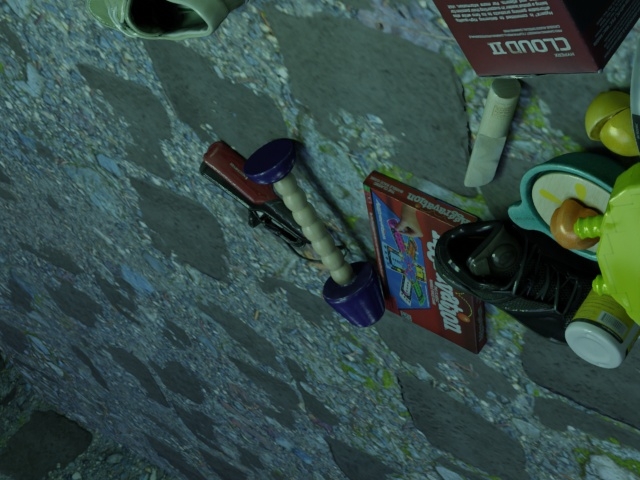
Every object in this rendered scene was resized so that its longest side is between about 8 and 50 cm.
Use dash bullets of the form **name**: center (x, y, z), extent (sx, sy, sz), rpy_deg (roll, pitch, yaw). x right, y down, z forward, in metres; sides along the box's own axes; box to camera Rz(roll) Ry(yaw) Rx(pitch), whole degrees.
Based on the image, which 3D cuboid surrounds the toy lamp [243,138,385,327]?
- **toy lamp**: center (0.000, 0.000, 1.607), extent (0.080, 0.080, 0.274), rpy_deg (6, 139, 50)

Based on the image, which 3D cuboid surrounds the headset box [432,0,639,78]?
- **headset box**: center (0.141, -0.260, 0.802), extent (0.110, 0.218, 0.293), rpy_deg (7, 141, 49)

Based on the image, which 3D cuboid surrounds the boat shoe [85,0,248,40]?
- **boat shoe**: center (-0.186, -0.268, 1.386), extent (0.302, 0.094, 0.109), rpy_deg (2, 138, 52)

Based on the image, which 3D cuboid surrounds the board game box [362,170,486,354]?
- **board game box**: center (0.133, 0.034, 1.567), extent (0.145, 0.027, 0.281), rpy_deg (25, 153, 25)

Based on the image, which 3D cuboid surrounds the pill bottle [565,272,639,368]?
- **pill bottle**: center (0.301, 0.067, 1.281), extent (0.065, 0.116, 0.065), rpy_deg (31, 155, 16)

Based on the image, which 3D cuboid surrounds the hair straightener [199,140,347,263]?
- **hair straightener**: center (-0.064, -0.041, 1.697), extent (0.230, 0.047, 0.089), rpy_deg (34, 156, -3)

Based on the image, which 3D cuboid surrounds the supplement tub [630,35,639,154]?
- **supplement tub**: center (0.377, -0.093, 0.801), extent (0.316, 0.193, 0.193), rpy_deg (9, 143, 46)

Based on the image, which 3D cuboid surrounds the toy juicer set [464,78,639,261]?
- **toy juicer set**: center (0.244, -0.053, 1.183), extent (0.329, 0.089, 0.209), rpy_deg (22, 152, 32)

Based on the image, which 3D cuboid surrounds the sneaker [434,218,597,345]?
- **sneaker**: center (0.224, 0.046, 1.338), extent (0.228, 0.087, 0.130), rpy_deg (27, 175, 11)

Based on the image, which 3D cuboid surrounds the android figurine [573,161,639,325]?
- **android figurine**: center (0.349, 0.002, 1.057), extent (0.273, 0.056, 0.248), rpy_deg (-9, 119, 31)
